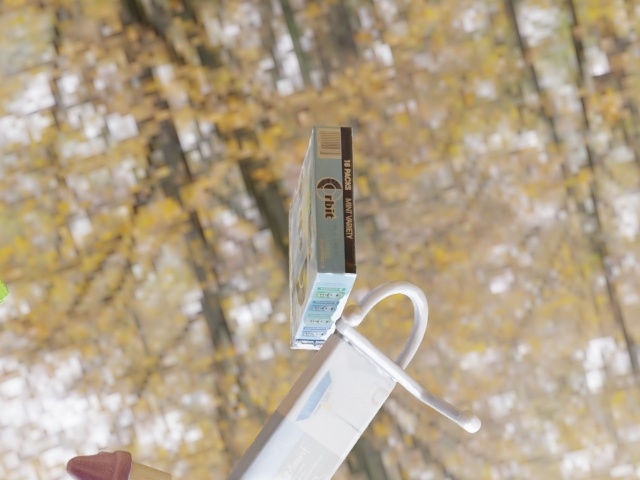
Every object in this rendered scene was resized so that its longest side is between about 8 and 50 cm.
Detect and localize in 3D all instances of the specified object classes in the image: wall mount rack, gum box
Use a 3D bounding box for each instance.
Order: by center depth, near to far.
[{"bbox_3d":[0.003,0.184,1.808,0.130,0.304,0.350,30,-97,40],"label":"wall mount rack"},{"bbox_3d":[0.000,0.000,1.908,0.041,0.184,0.157,2,-115,-8],"label":"gum box"}]

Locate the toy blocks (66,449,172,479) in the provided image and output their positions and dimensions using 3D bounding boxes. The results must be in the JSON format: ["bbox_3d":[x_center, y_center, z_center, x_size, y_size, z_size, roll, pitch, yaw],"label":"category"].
[{"bbox_3d":[-0.289,0.309,1.653,0.260,0.289,0.309,21,-155,-18],"label":"toy blocks"}]

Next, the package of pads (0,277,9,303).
[{"bbox_3d":[-0.586,-0.030,2.724,0.101,0.296,0.229,-43,-141,-18],"label":"package of pads"}]
